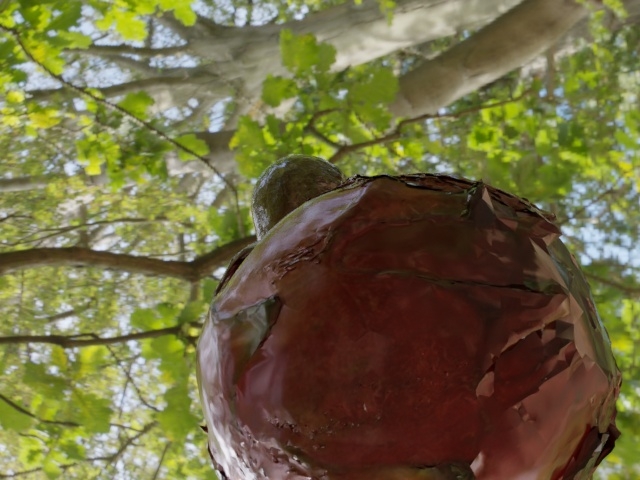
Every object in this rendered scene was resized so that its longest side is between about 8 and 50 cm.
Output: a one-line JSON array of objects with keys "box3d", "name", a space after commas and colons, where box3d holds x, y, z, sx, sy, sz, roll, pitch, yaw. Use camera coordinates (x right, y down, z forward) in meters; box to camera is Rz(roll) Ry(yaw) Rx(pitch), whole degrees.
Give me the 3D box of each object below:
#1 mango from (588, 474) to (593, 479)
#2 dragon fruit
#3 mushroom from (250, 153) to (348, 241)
[{"box3d": [0.302, 0.317, 1.347, 0.300, 0.232, 0.446, 8, -98, -27], "name": "mango"}, {"box3d": [0.064, 0.095, 0.623, 0.295, 0.301, 0.296, 46, -152, -33], "name": "dragon fruit"}, {"box3d": [0.000, 0.000, 1.095, 0.153, 0.253, 0.253, -27, -69, 5], "name": "mushroom"}]
